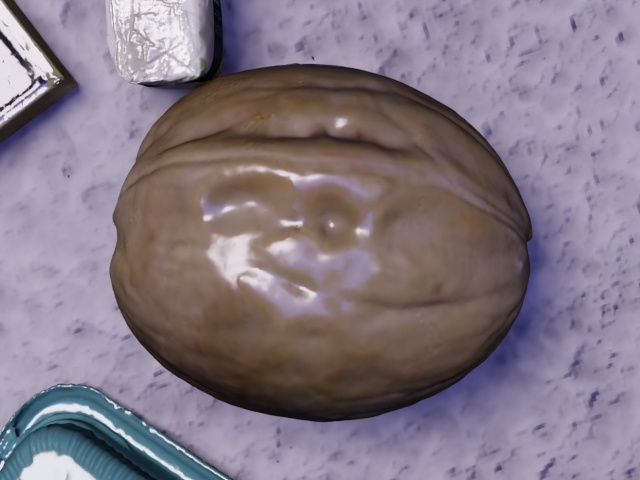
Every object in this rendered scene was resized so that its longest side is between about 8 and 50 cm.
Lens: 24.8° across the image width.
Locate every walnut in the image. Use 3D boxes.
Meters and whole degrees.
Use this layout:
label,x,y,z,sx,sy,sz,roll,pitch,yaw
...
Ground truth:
label,x,y,z,sx,sy,sz,roll,pitch,yaw
walnut,0.000,0.000,0.567,0.162,0.140,0.140,2,93,9

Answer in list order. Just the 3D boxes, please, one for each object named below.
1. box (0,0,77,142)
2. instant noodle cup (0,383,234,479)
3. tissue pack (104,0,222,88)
label,x,y,z,sx,sy,sz,roll,pitch,yaw
box,-0.160,-0.073,0.614,0.083,0.035,0.079,-38,92,2
instant noodle cup,-0.100,0.159,0.584,0.157,0.070,0.179,33,78,7
tissue pack,-0.062,-0.092,0.587,0.042,0.083,0.062,-2,94,1
